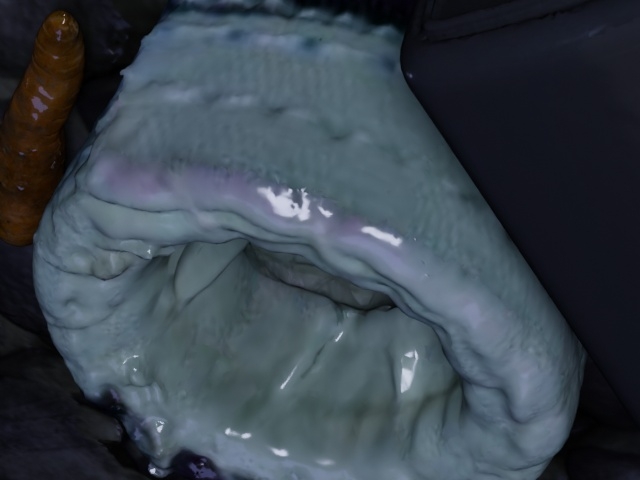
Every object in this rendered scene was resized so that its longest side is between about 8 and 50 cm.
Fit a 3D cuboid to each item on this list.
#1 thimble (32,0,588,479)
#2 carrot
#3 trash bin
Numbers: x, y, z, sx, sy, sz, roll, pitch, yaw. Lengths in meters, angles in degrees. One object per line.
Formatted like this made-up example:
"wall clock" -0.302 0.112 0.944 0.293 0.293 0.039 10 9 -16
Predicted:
"thimble" 0.000 0.000 0.634 0.237 0.150 0.237 12 141 10
"carrot" -0.132 -0.051 0.721 0.035 0.036 0.165 20 140 -2
"trash bin" 0.178 -0.015 0.522 0.209 0.182 0.290 -17 125 39
